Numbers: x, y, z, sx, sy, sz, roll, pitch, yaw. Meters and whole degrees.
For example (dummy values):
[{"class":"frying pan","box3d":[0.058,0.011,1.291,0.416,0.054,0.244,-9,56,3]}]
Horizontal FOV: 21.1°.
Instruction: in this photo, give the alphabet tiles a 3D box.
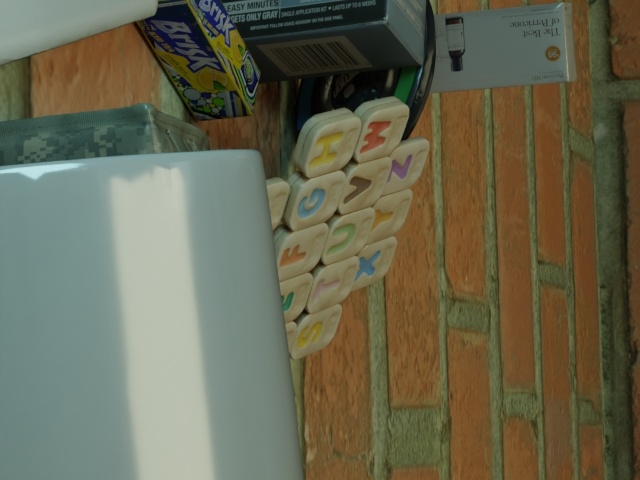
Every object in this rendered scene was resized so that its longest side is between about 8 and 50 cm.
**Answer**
[{"class":"alphabet tiles","box3d":[0.000,0.000,1.621,0.278,0.021,0.284,-17,134,-47]}]

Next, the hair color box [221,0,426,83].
[{"class":"hair color box","box3d":[0.006,-0.353,1.688,0.113,0.185,0.374,39,51,-61]}]

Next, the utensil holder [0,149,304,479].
[{"class":"utensil holder","box3d":[-0.160,0.153,0.959,0.327,0.328,0.385,-10,95,-70]}]

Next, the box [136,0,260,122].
[{"class":"box","box3d":[-0.110,-0.178,1.526,0.169,0.059,0.054,60,31,-52]}]

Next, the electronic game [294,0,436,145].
[{"class":"electronic game","box3d":[0.043,-0.162,1.750,0.048,0.229,0.229,18,65,-31]}]

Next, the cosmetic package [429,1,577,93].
[{"class":"cosmetic package","box3d":[0.186,-0.230,2.084,0.060,0.239,0.099,-24,109,-70]}]

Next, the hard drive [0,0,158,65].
[{"class":"hard drive","box3d":[-0.223,-0.253,1.248,0.353,0.047,0.233,-39,124,-66]}]

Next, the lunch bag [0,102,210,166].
[{"class":"lunch bag","box3d":[-0.134,0.040,1.284,0.287,0.169,0.235,24,61,-76]}]
